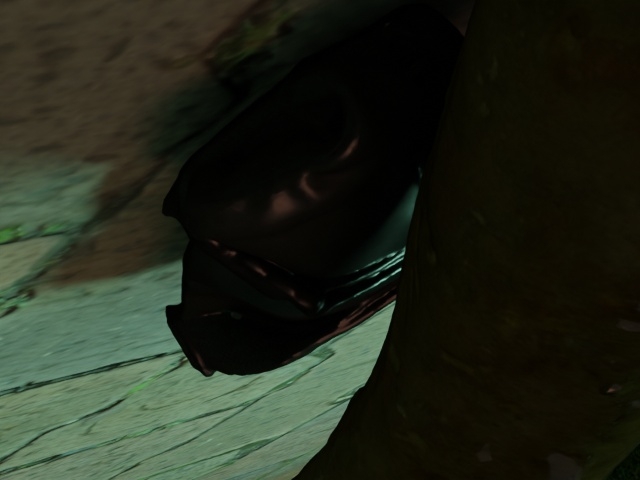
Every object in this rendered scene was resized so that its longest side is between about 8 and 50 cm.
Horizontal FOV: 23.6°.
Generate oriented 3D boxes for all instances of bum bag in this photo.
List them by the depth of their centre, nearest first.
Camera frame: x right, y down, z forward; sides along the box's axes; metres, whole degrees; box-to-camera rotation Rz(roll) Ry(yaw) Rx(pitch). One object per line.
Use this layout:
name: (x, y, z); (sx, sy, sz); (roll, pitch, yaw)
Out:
bum bag: (0.000, 0.000, 0.639); (0.142, 0.079, 0.326); (-24, 167, -7)

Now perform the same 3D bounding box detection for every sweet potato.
sweet potato: (0.075, 0.008, 0.508); (0.131, 0.130, 0.422); (-14, 147, -35)

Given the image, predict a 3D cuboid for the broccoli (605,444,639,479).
broccoli: (0.231, 0.017, 0.759); (0.283, 0.321, 0.304); (-56, 154, -10)
